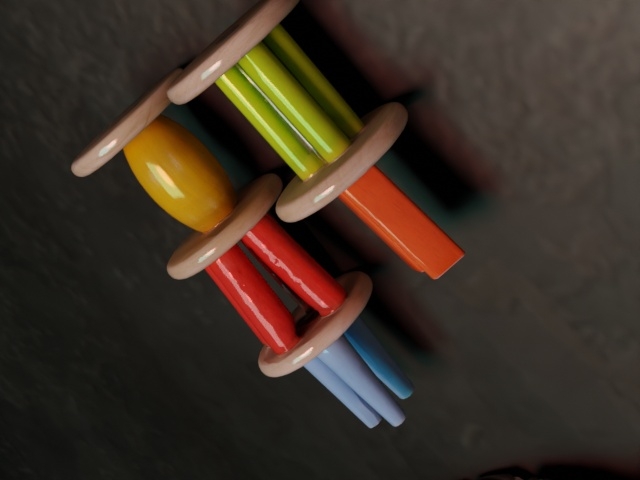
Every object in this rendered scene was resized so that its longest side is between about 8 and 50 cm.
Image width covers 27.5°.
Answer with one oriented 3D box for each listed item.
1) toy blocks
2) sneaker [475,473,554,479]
[{"bbox_3d":[0.000,0.000,0.441,0.148,0.054,0.123,48,142,-13],"label":"toy blocks"},{"bbox_3d":[0.120,0.159,0.476,0.279,0.107,0.118,-10,132,47],"label":"sneaker"}]
